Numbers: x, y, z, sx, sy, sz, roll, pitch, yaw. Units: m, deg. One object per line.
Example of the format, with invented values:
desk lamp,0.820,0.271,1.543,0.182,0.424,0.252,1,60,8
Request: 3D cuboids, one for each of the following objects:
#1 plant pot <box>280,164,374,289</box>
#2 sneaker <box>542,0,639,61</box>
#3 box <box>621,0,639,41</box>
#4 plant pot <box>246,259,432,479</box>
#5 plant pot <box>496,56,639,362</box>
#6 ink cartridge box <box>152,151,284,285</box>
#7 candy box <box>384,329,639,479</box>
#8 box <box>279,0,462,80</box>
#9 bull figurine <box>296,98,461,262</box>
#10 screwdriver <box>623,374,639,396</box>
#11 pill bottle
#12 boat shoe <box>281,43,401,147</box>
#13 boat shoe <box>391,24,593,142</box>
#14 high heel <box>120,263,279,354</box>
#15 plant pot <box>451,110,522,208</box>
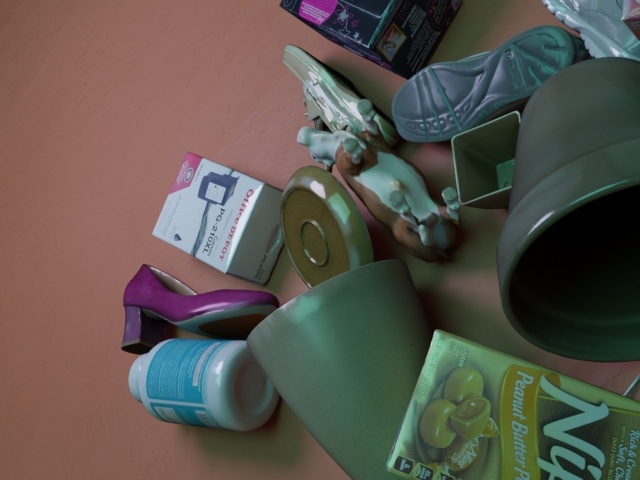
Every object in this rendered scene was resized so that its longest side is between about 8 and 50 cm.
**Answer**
plant pot,0.000,0.000,1.426,0.236,0.032,0.236,36,136,44
sneaker,0.392,-0.319,1.227,0.115,0.105,0.281,-52,41,27
box,0.467,-0.264,1.029,0.142,0.300,0.154,-3,74,40
plant pot,0.070,0.209,1.269,0.256,0.256,0.274,-36,71,26
plant pot,0.355,-0.061,1.079,0.323,0.323,0.281,-30,41,29
ink cartridge box,-0.173,-0.042,1.637,0.237,0.100,0.172,24,91,43
candy box,0.259,0.245,1.086,0.316,0.087,0.183,19,88,17
box,0.082,-0.396,1.518,0.247,0.142,0.163,36,98,41
bull figurine,0.089,-0.095,1.348,0.101,0.188,0.310,-44,75,-9
screwdriver,0.348,0.235,1.140,0.024,0.025,0.170,41,103,41
pill bottle,-0.205,0.239,1.534,0.264,0.146,0.146,-3,73,40
boat shoe,0.015,-0.230,1.543,0.098,0.109,0.302,-53,55,14
boat shoe,0.248,-0.226,1.355,0.320,0.103,0.118,-22,80,40
high heel,-0.221,0.087,1.624,0.377,0.127,0.181,-13,60,33
plant pot,0.261,-0.101,1.287,0.109,0.096,0.109,-20,62,34
